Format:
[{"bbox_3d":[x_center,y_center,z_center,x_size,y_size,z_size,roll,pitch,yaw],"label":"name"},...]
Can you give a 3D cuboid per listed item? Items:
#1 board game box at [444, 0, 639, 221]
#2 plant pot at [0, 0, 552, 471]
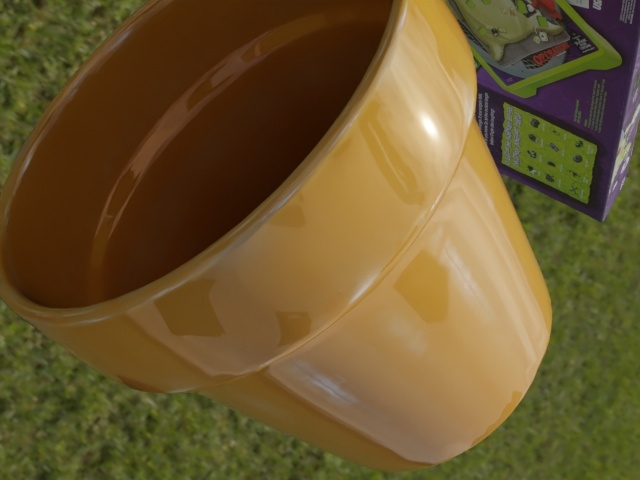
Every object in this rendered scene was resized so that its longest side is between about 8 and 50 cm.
[{"bbox_3d":[0.126,-0.149,0.824,0.056,0.208,0.347,-59,161,-19],"label":"board game box"},{"bbox_3d":[0.000,0.000,0.513,0.205,0.205,0.188,-52,125,-11],"label":"plant pot"}]
